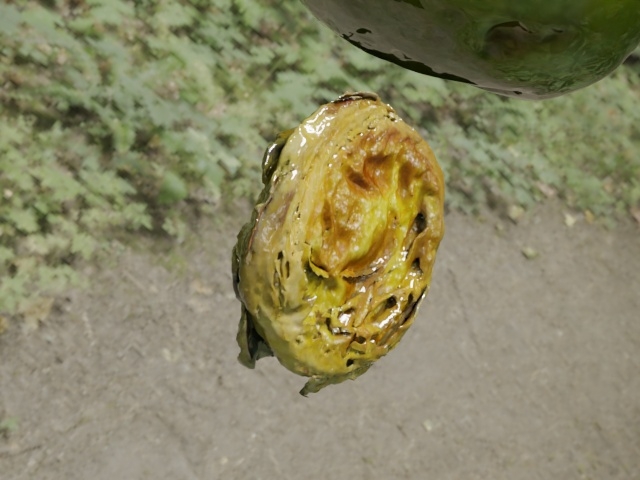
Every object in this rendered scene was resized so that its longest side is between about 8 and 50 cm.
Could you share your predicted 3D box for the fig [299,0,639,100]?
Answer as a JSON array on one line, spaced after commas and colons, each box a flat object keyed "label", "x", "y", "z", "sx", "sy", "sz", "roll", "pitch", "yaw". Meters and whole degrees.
[{"label": "fig", "x": 0.059, "y": -0.166, "z": 0.527, "sx": 0.206, "sy": 0.206, "sz": 0.275, "roll": 38, "pitch": -3, "yaw": -14}]

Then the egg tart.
[{"label": "egg tart", "x": 0.000, "y": 0.000, "z": 0.990, "sx": 0.132, "sy": 0.297, "sz": 0.297, "roll": 12, "pitch": 11, "yaw": 33}]
